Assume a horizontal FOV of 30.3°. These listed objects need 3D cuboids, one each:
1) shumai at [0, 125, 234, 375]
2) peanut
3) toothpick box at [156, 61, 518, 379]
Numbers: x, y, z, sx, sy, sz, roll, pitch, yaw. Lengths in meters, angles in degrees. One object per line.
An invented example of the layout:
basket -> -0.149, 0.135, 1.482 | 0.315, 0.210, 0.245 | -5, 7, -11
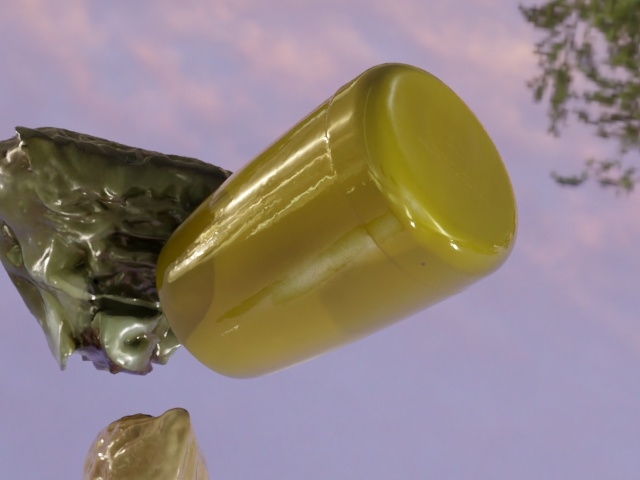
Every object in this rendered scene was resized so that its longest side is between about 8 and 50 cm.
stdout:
shumai -> -0.188, 0.012, 1.072 | 0.255, 0.218, 0.189 | 9, 177, -16
peanut -> -0.125, 0.184, 0.749 | 0.085, 0.228, 0.104 | 18, -147, -13
toothpick box -> 0.000, 0.000, 0.915 | 0.175, 0.271, 0.175 | 33, -140, -33
